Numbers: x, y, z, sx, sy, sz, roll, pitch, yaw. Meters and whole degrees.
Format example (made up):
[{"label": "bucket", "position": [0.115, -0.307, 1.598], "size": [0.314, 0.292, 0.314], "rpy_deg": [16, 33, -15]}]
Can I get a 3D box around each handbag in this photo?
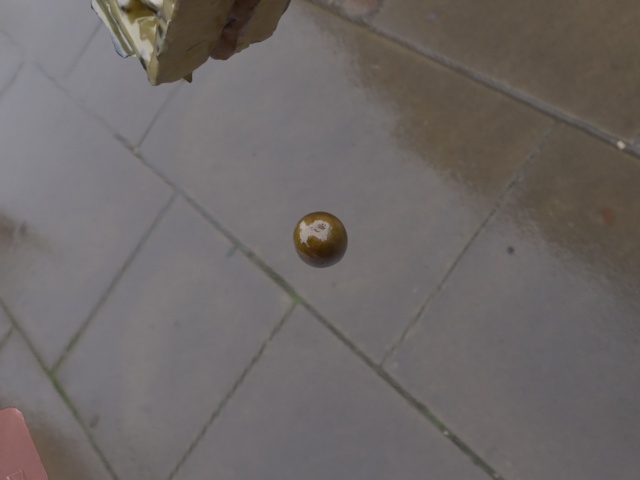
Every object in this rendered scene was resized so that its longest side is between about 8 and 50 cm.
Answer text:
[{"label": "handbag", "position": [-0.500, 0.342, 1.478], "size": [0.059, 0.212, 0.157], "rpy_deg": [-25, 88, 30]}]

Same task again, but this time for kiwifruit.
[{"label": "kiwifruit", "position": [0.000, 0.000, 1.397], "size": [0.075, 0.124, 0.075], "rpy_deg": [0, 74, -1]}]

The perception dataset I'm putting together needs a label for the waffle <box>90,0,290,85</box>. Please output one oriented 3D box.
[{"label": "waffle", "position": [-0.085, -0.279, 0.543], "size": [0.261, 0.114, 0.376], "rpy_deg": [57, 155, 8]}]
